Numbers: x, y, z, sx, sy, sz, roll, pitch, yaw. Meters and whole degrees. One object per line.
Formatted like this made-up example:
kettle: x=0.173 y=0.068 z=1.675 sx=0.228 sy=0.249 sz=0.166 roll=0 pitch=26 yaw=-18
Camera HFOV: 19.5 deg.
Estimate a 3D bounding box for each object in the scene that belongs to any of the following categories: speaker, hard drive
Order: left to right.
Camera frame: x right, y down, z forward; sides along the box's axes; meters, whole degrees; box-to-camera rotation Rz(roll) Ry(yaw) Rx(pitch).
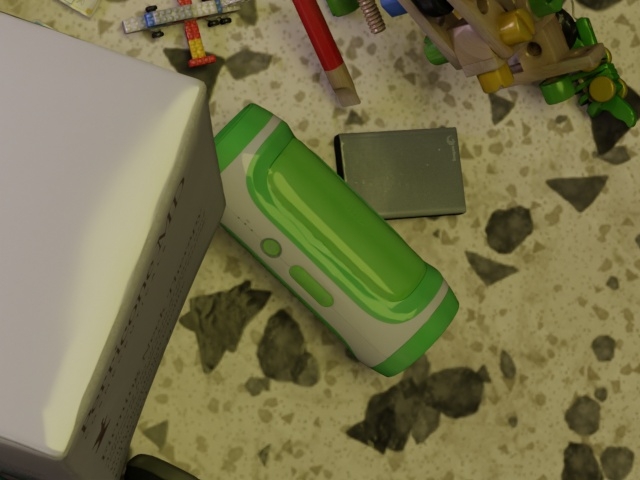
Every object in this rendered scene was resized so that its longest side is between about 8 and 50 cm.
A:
speaker: x=0.000 y=0.000 z=1.896 sx=0.296 sy=0.131 sz=0.131 roll=44 pitch=72 yaw=-7
hard drive: x=0.085 y=-0.070 z=1.986 sx=0.135 sy=0.022 sz=0.094 roll=-4 pitch=83 yaw=-18

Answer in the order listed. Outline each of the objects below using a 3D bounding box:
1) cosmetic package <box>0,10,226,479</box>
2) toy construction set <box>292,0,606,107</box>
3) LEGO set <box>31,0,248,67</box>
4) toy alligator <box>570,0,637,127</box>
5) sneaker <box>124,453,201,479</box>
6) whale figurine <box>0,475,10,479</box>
cosmetic package: x=-0.293 y=0.013 z=1.623 sx=0.327 sy=0.393 sz=0.329 roll=19 pitch=77 yaw=4
toy construction set: x=0.155 y=-0.214 z=1.945 sx=0.309 sy=0.257 sz=0.237 roll=-19 pitch=114 yaw=11
LEGO set: x=-0.189 y=-0.221 z=1.904 sx=0.182 sy=0.060 sz=0.244 roll=30 pitch=74 yaw=-15
toy alligator: x=0.288 y=-0.202 z=2.059 sx=0.051 sy=0.056 sz=0.189 roll=-28 pitch=83 yaw=24
sneaker: x=-0.126 y=0.317 z=1.830 sx=0.227 sy=0.087 sz=0.130 roll=48 pitch=65 yaw=-12
whale figurine: x=-0.273 y=0.282 z=1.738 sx=0.272 sy=0.216 sz=0.141 roll=-3 pitch=58 yaw=-7
